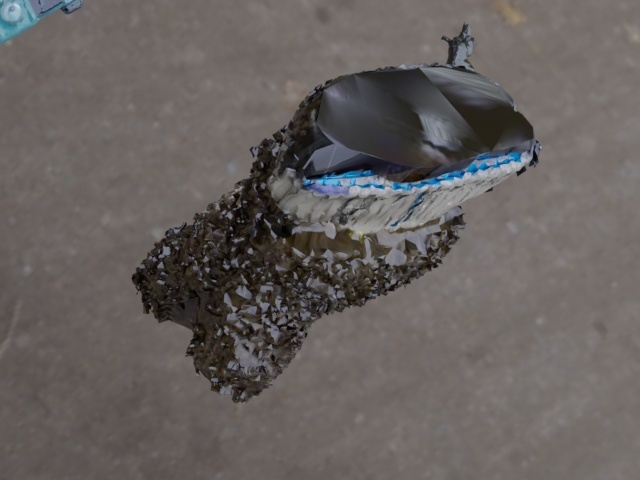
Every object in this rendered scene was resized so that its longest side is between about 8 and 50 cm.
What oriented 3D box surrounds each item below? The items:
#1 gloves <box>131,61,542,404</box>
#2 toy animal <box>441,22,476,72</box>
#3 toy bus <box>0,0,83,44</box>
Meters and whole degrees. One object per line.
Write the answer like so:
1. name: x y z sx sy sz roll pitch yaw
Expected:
1. gloves: -0.006 -0.004 1.036 0.210 0.312 0.135 -35 89 -32
2. toy animal: 0.167 -0.199 1.864 0.065 0.047 0.135 32 68 -61
3. toy bus: -0.303 -0.233 1.269 0.147 0.256 0.128 -35 117 -24
